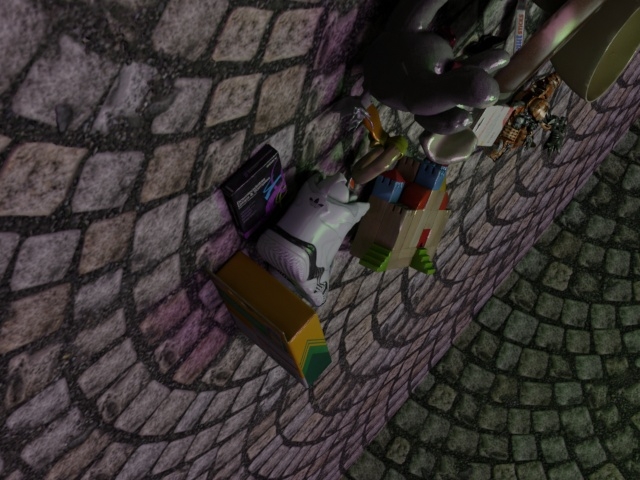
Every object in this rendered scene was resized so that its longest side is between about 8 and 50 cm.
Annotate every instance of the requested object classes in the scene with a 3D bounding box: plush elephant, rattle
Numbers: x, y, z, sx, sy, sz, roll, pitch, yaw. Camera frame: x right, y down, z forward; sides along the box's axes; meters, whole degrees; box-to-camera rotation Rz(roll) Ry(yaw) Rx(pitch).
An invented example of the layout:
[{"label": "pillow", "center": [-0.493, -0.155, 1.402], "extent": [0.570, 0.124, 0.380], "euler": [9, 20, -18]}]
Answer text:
[{"label": "plush elephant", "center": [0.215, -0.289, 1.480], "extent": [0.255, 0.272, 0.330], "euler": [-3, 157, -45]}, {"label": "rattle", "center": [0.067, -0.177, 1.647], "extent": [0.199, 0.142, 0.130], "euler": [-14, -133, 62]}]

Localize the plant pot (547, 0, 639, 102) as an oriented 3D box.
[{"label": "plant pot", "center": [0.680, -0.521, 2.103], "extent": [0.284, 0.191, 0.284], "euler": [-41, 156, -23]}]

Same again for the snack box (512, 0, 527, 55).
[{"label": "snack box", "center": [0.454, -0.464, 1.898], "extent": [0.178, 0.022, 0.064], "euler": [82, 19, -45]}]

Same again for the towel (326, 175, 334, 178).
[{"label": "towel", "center": [0.012, -0.097, 1.689], "extent": [0.060, 0.009, 0.083], "euler": [-20, 142, -54]}]

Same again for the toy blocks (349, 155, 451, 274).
[{"label": "toy blocks", "center": [0.210, -0.076, 1.931], "extent": [0.381, 0.190, 0.261], "euler": [-5, 117, -62]}]

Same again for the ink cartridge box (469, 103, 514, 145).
[{"label": "ink cartridge box", "center": [0.395, -0.298, 2.051], "extent": [0.198, 0.067, 0.115], "euler": [-9, 133, -61]}]

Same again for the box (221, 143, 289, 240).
[{"label": "box", "center": [-0.110, -0.081, 1.451], "extent": [0.116, 0.029, 0.162], "euler": [-46, 156, -17]}]

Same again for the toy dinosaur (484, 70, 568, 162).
[{"label": "toy dinosaur", "center": [0.581, -0.338, 2.264], "extent": [0.322, 0.164, 0.218], "euler": [-35, 145, 15]}]

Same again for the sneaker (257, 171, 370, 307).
[{"label": "sneaker", "center": [0.000, 0.000, 1.631], "extent": [0.210, 0.137, 0.366], "euler": [-52, 165, -9]}]

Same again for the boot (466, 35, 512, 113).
[{"label": "boot", "center": [0.395, -0.392, 1.903], "extent": [0.246, 0.083, 0.161], "euler": [-30, 142, -47]}]

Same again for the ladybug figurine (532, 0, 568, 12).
[{"label": "ladybug figurine", "center": [0.541, -0.653, 1.676], "extent": [0.449, 0.162, 0.305], "euler": [-43, 157, -21]}]

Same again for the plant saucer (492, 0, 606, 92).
[{"label": "plant saucer", "center": [0.443, -0.387, 1.595], "extent": [0.310, 0.050, 0.310], "euler": [-45, 176, -4]}]

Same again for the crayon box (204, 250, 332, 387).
[{"label": "crayon box", "center": [-0.091, 0.149, 1.601], "extent": [0.083, 0.203, 0.323], "euler": [-46, 157, -15]}]
